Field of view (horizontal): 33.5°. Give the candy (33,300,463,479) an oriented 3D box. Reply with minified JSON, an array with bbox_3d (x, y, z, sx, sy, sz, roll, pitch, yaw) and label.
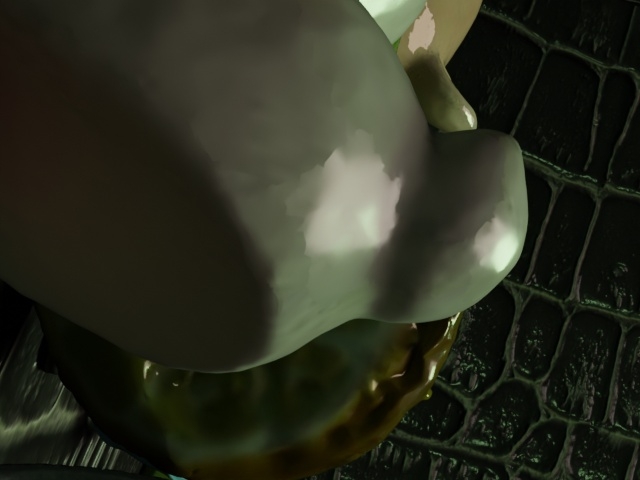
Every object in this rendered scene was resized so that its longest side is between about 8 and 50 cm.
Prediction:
[{"bbox_3d":[-0.041,0.016,0.626,0.118,0.260,0.260,-94,-157,-78],"label":"candy"}]

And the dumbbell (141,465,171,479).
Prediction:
[{"bbox_3d":[-0.218,0.419,1.488,0.108,0.121,0.302,-110,-151,-47],"label":"dumbbell"}]

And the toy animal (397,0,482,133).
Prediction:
[{"bbox_3d":[0.012,-0.171,0.971,0.269,0.237,0.326,-88,-164,-57],"label":"toy animal"}]

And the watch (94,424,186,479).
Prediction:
[{"bbox_3d":[-0.113,0.115,0.981,0.193,0.211,0.211,-32,148,-50],"label":"watch"}]

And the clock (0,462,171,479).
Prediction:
[{"bbox_3d":[-0.066,0.231,0.394,0.386,0.386,0.076,-62,176,-71],"label":"clock"}]

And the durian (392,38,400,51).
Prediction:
[{"bbox_3d":[-0.054,-0.051,0.737,0.157,0.169,0.355,-59,163,-67],"label":"durian"}]

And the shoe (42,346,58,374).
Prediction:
[{"bbox_3d":[-0.156,0.065,0.805,0.179,0.049,0.071,-23,132,-86],"label":"shoe"}]

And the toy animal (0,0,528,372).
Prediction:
[{"bbox_3d":[-0.004,-0.120,0.473,0.196,0.241,0.367,109,3,-52],"label":"toy animal"}]
